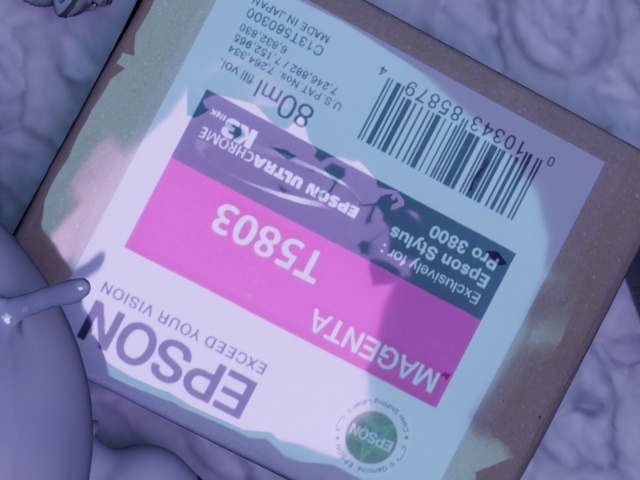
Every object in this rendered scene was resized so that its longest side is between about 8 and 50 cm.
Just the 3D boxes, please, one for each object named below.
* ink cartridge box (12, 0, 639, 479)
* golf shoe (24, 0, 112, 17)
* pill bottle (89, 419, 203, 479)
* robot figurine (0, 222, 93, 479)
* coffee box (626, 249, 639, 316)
[{"bbox_3d":[0.000,0.000,0.837,0.235,0.088,0.193,27,88,-8],"label":"ink cartridge box"},{"bbox_3d":[-0.101,-0.185,0.825,0.086,0.069,0.176,22,93,0],"label":"golf shoe"},{"bbox_3d":[-0.071,0.165,0.818,0.121,0.121,0.216,-43,96,-3],"label":"pill bottle"},{"bbox_3d":[-0.220,0.100,0.683,0.353,0.200,0.300,-45,58,9],"label":"robot figurine"},{"bbox_3d":[0.242,0.085,0.864,0.141,0.098,0.246,-23,95,-6],"label":"coffee box"}]
